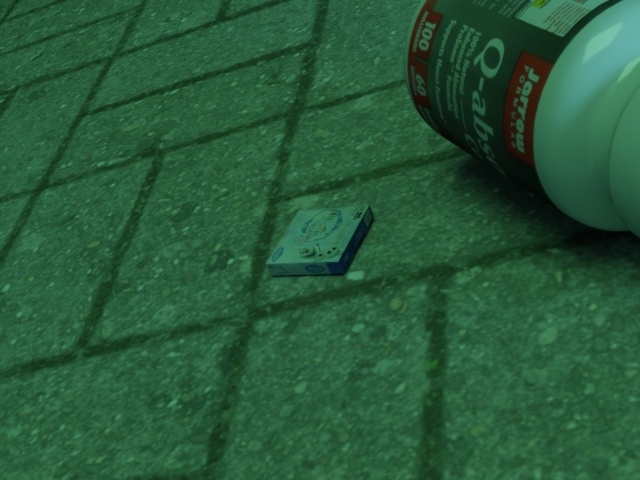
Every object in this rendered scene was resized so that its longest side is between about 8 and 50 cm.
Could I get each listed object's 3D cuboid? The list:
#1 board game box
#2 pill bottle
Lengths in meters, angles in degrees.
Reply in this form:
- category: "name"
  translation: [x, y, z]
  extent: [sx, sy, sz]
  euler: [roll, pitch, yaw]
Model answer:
- category: "board game box"
  translation: [0.000, 0.000, 1.107]
  extent: [0.090, 0.020, 0.090]
  euler: [-2, 40, 32]
- category: "pill bottle"
  translation: [0.243, -0.133, 0.951]
  extent: [0.210, 0.210, 0.363]
  euler: [-32, 33, -9]
